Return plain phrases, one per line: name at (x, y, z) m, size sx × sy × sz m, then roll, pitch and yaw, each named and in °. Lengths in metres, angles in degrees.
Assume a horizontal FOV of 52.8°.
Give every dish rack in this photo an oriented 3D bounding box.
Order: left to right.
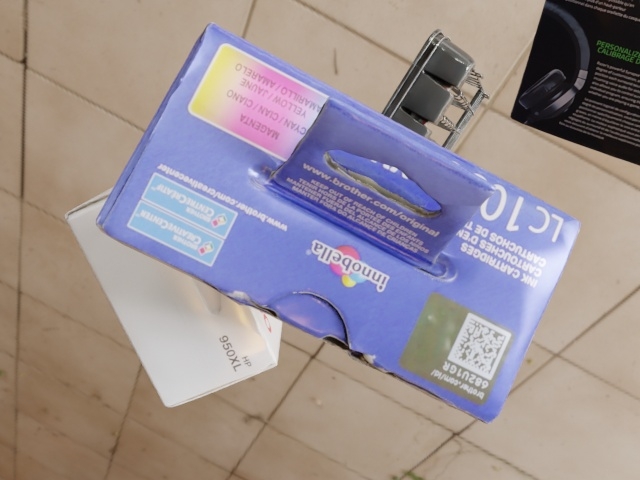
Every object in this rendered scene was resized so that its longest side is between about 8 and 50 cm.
dish rack at (0.154, -0.159, 0.911) m, size 0.074 × 0.271 × 0.208 m, roll 37°, pitch 103°, yaw 14°

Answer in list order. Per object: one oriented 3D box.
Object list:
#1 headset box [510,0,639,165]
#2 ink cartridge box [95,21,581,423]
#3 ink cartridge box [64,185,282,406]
headset box at (0.236, -0.222, 0.355) m, size 0.131 × 0.246 × 0.283 m, roll 24°, pitch 142°, yaw 19°
ink cartridge box at (0.000, 0.000, 0.507) m, size 0.269 × 0.151 × 0.395 m, roll 27°, pitch 174°, yaw -6°
ink cartridge box at (-0.181, 0.016, 0.964) m, size 0.166 × 0.395 × 0.286 m, roll -23°, pitch 103°, yaw 5°
